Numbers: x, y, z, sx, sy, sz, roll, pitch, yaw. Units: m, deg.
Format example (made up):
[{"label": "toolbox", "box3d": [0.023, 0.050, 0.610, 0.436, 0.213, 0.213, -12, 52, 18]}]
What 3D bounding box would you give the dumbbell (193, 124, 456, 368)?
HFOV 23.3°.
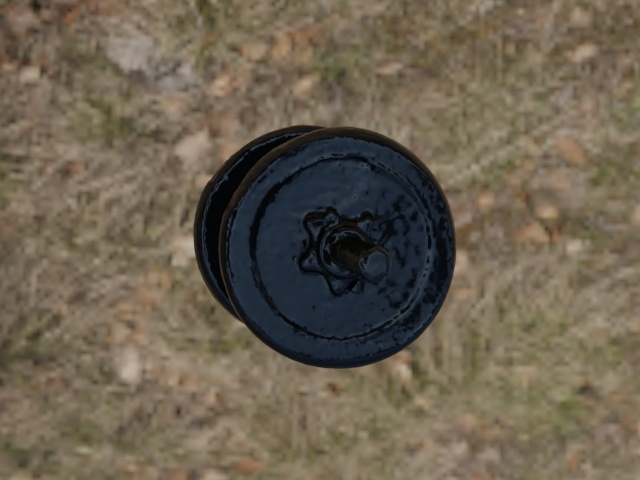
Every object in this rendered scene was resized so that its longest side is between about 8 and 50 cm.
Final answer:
[{"label": "dumbbell", "box3d": [0.000, 0.000, 0.462, 0.069, 0.069, 0.147, 6, -176, -11]}]
